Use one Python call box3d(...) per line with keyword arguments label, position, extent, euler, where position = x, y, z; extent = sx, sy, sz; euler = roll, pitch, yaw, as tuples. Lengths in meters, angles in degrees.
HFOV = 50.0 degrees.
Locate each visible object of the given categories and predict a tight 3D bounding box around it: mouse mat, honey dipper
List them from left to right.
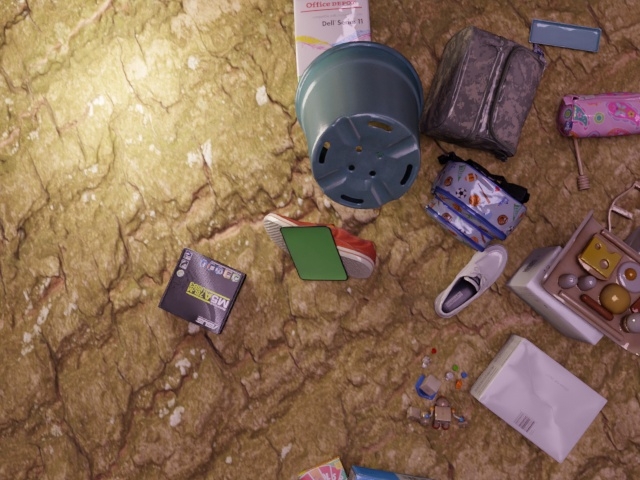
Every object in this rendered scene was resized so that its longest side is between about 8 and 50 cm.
box3d(label="mouse mat", position=(-0.017, 0.036, 1.829), extent=(0.152, 0.007, 0.190), euler=(0, 129, 28))
box3d(label="honey dipper", position=(0.711, -0.219, 1.881), extent=(0.030, 0.030, 0.161), euler=(-8, 84, 2))

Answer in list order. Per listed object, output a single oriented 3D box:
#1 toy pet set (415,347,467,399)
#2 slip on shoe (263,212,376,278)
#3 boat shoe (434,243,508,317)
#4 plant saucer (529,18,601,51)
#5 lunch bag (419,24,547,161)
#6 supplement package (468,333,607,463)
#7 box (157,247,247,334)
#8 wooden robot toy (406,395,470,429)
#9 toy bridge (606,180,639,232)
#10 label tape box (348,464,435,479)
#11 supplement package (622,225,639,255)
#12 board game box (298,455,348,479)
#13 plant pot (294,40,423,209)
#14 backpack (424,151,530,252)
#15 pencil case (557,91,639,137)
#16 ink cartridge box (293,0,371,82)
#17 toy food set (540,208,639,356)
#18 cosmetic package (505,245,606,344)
box3d(label="toy pet set", position=(0.315, 0.378, 1.868), extent=(0.122, 0.065, 0.114), euler=(40, 55, 0))
box3d(label="slip on shoe", position=(0.000, 0.000, 1.871), extent=(0.331, 0.123, 0.101), euler=(20, 54, 9))
box3d(label="boat shoe", position=(0.414, 0.113, 1.850), extent=(0.095, 0.084, 0.258), euler=(40, 90, 4))
box3d(label="plant saucer", position=(0.676, -0.566, 1.901), extent=(0.192, 0.018, 0.067), euler=(9, 88, 4))
box3d(label="lunch bag", position=(0.439, -0.387, 1.818), extent=(0.256, 0.212, 0.305), euler=(18, 89, -14))
box3d(label="supplement package", position=(0.563, 0.408, 1.801), extent=(0.262, 0.145, 0.204), euler=(37, 89, 4))
box3d(label="box", position=(-0.326, 0.139, 1.900), extent=(0.190, 0.045, 0.184), euler=(25, 87, 4))
box3d(label="wooden robot toy", position=(0.320, 0.463, 1.862), extent=(0.173, 0.076, 0.079), euler=(5, 53, 3))
box3d(label="toy bridge", position=(0.817, -0.077, 1.870), extent=(0.063, 0.026, 0.188), euler=(28, 89, 6))
box3d(label="label tape box", position=(0.169, 0.784, 1.797), extent=(0.240, 0.106, 0.334), euler=(12, 84, -6))
box3d(label="supplement package", position=(0.887, 0.115, 1.772), extent=(0.198, 0.199, 0.263), euler=(-43, 87, 0))
box3d(label="board game box", position=(0.046, 0.733, 1.867), extent=(0.124, 0.039, 0.260), euler=(-24, 90, 1))
box3d(label="plant pot", position=(0.104, -0.268, 1.686), extent=(0.341, 0.334, 0.341), euler=(0, 125, -1))
box3d(label="backpack", position=(0.398, -0.097, 1.771), extent=(0.276, 0.263, 0.213), euler=(31, 89, 2))
box3d(label="pencil case", position=(0.781, -0.340, 1.835), extent=(0.284, 0.124, 0.124), euler=(-2, 88, 2))
box3d(label="ink cartridge box", position=(0.034, -0.548, 1.875), extent=(0.207, 0.119, 0.354), euler=(-4, 88, 3))
box3d(label="toy food set", position=(0.700, 0.099, 1.614), extent=(0.306, 0.092, 0.220), euler=(37, 79, 2))
box3d(label="cosmetic package", position=(0.625, 0.140, 1.770), extent=(0.224, 0.224, 0.138), euler=(40, 89, 4))
